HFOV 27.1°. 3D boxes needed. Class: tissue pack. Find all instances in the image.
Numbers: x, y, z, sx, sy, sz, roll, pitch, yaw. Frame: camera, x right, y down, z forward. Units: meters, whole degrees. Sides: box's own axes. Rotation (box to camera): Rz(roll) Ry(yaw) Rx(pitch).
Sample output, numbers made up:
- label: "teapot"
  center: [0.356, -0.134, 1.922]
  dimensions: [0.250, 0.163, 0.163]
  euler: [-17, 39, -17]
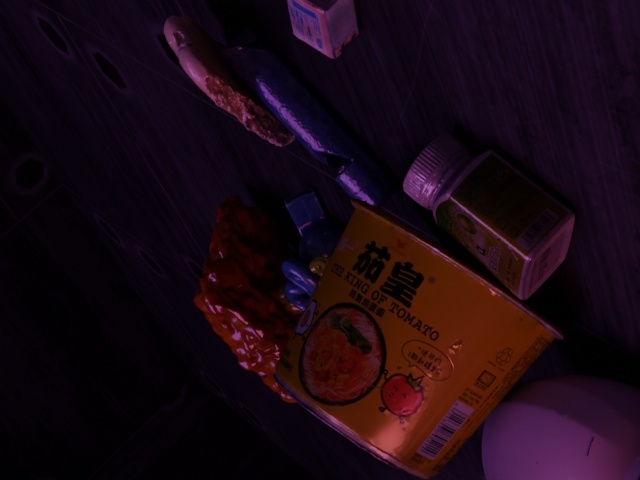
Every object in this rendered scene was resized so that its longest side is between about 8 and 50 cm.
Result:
- label: "tissue pack"
  center: [0.001, -0.265, 1.520]
  dimensions: [0.074, 0.059, 0.094]
  euler: [37, 162, 22]

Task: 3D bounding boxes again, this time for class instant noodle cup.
- label: "instant noodle cup"
  center: [0.109, 0.134, 1.698]
  dimensions: [0.326, 0.254, 0.325]
  euler: [33, -179, -1]

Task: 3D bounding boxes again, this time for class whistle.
- label: "whistle"
  center: [0.000, 0.000, 2.126]
  dimensions: [0.090, 0.090, 0.158]
  euler: [31, 157, 43]
- label: "whistle"
  center: [-0.015, -0.162, 1.814]
  dimensions: [0.304, 0.062, 0.062]
  euler: [47, 164, -3]

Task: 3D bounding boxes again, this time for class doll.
- label: "doll"
  center: [0.080, 0.141, 2.117]
  dimensions: [0.346, 0.098, 0.341]
  euler: [38, 158, -27]

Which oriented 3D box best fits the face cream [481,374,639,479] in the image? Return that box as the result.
- label: "face cream"
  center: [0.375, 0.307, 1.662]
  dimensions: [0.312, 0.219, 0.357]
  euler: [55, 159, -21]

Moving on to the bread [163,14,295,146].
- label: "bread"
  center: [-0.133, -0.227, 1.844]
  dimensions: [0.251, 0.039, 0.182]
  euler: [35, -163, -50]

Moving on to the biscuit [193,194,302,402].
- label: "biscuit"
  center: [-0.087, 0.101, 2.300]
  dimensions: [0.318, 0.110, 0.312]
  euler: [46, -154, -23]

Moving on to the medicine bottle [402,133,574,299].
- label: "medicine bottle"
  center: [0.193, -0.035, 1.536]
  dimensions: [0.188, 0.088, 0.132]
  euler: [40, 165, 20]
